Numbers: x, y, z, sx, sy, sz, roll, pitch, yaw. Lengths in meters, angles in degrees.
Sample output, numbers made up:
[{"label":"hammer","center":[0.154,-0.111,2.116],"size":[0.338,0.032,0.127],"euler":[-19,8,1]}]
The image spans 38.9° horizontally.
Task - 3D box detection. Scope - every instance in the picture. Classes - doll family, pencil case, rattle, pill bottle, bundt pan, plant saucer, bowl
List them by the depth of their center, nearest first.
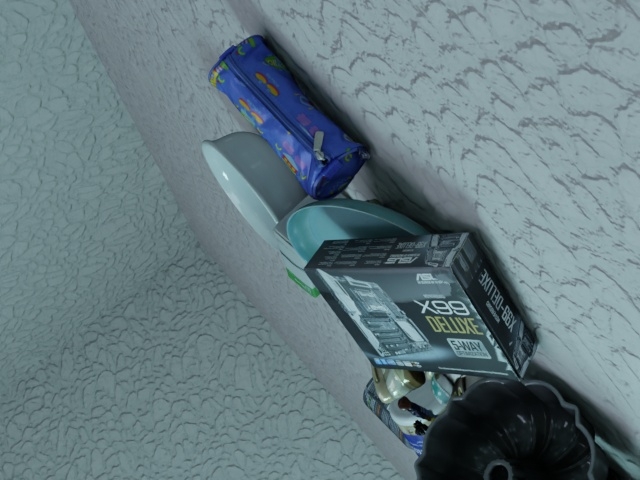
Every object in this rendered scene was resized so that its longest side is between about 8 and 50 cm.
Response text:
[{"label":"bundt pan","center":[0.313,0.387,1.442],"size":[0.124,0.331,0.331],"euler":[31,-175,-41]},{"label":"pencil case","center":[-0.054,-0.203,1.490],"size":[0.306,0.119,0.133],"euler":[49,-176,15]},{"label":"plant saucer","center":[0.095,0.022,1.514],"size":[0.317,0.044,0.318],"euler":[21,154,11]},{"label":"rattle","center":[0.167,0.211,1.670],"size":[0.130,0.142,0.200],"euler":[-148,56,-72]},{"label":"doll family","center":[0.216,0.343,1.671],"size":[0.193,0.076,0.111],"euler":[9,168,45]},{"label":"bowl","center":[-0.108,-0.122,1.897],"size":[0.298,0.134,0.298],"euler":[48,167,15]},{"label":"pill bottle","center":[0.279,0.439,2.045],"size":[0.265,0.153,0.153],"euler":[57,167,-23]},{"label":"pill bottle","center":[0.226,0.439,2.290],"size":[0.245,0.130,0.130],"euler":[41,164,43]}]

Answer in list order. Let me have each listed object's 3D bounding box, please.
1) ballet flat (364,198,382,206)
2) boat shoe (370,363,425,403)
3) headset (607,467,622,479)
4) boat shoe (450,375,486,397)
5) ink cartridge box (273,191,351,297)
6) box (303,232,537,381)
[{"label":"ballet flat","center":[0.108,0.000,1.621],"size":[0.086,0.086,0.248],"euler":[48,169,18]},{"label":"boat shoe","center":[0.120,0.187,1.809],"size":[0.109,0.098,0.302],"euler":[35,-154,-38]},{"label":"headset","center":[0.431,0.483,1.526],"size":[0.394,0.185,0.243],"euler":[33,160,26]},{"label":"boat shoe","center":[0.295,0.287,1.668],"size":[0.116,0.096,0.324],"euler":[47,167,19]},{"label":"ink cartridge box","center":[0.000,0.000,1.799],"size":[0.087,0.153,0.208],"euler":[40,165,23]},{"label":"box","center":[0.154,0.104,1.427],"size":[0.307,0.076,0.242],"euler":[-2,132,46]}]
